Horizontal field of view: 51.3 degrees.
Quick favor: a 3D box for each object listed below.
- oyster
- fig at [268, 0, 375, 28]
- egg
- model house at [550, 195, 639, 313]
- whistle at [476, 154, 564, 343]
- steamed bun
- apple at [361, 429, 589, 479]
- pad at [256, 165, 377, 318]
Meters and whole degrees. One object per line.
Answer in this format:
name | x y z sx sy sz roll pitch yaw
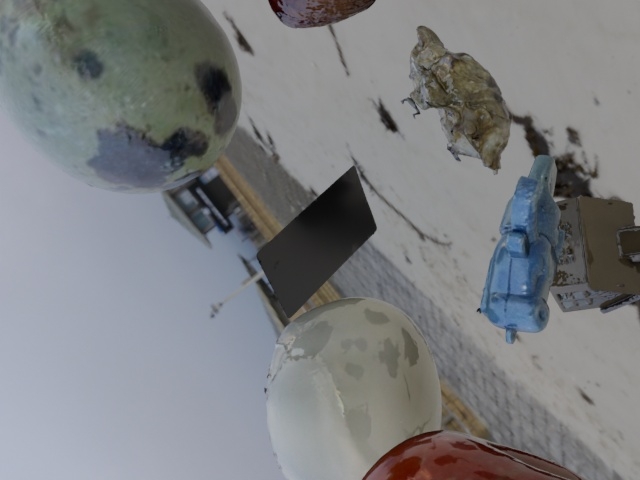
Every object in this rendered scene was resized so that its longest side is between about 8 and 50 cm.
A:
oyster | 0.227 -0.248 1.161 0.197 0.133 0.337 62 -177 -42
fig | 0.039 -0.315 0.794 0.146 0.201 0.133 -95 10 -49
egg | -0.311 -0.256 1.029 0.345 0.345 0.428 51 -177 32
model house | 0.532 0.026 1.147 0.176 0.248 0.180 40 -132 -48
whistle | 0.282 0.010 0.900 0.093 0.269 0.180 9 163 34
steamed bun | 0.070 0.240 0.990 0.324 0.206 0.324 -9 -90 -67
apple | 0.131 0.262 0.477 0.260 0.216 0.260 22 176 2
pad | 0.000 0.000 1.196 0.009 0.265 0.159 18 142 42
